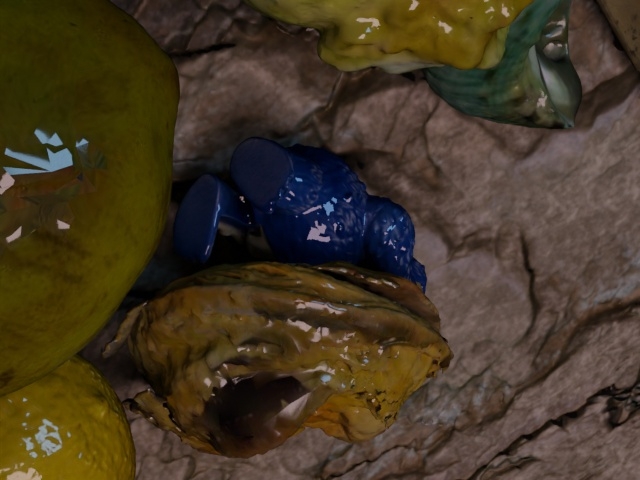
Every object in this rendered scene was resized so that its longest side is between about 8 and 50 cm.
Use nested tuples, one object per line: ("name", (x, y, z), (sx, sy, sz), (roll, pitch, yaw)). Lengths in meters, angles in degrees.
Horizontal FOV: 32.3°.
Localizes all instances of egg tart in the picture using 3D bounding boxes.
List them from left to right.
("egg tart", (-0.035, 0.117, 0.886), (0.297, 0.132, 0.297), (0, 157, 0))

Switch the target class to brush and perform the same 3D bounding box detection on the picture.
("brush", (0.290, -0.165, 0.975), (0.043, 0.036, 0.248), (-39, 130, 8))

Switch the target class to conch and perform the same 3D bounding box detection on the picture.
("conch", (0.146, -0.176, 0.863), (0.176, 0.122, 0.188), (-25, 128, -40))

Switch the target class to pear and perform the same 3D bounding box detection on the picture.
("pear", (-0.235, -0.033, 0.716), (0.321, 0.269, 0.269), (-41, 124, -12))

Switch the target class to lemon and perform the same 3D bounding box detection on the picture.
("lemon", (-0.243, 0.172, 0.865), (0.192, 0.192, 0.231), (-18, 138, -10))

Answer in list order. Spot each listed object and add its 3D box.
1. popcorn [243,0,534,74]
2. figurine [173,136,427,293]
("popcorn", (0.032, -0.271, 0.683), (0.312, 0.312, 0.312), (-9, 120, -16))
("figurine", (0.003, -0.004, 0.911), (0.164, 0.120, 0.262), (-13, 149, 23))
